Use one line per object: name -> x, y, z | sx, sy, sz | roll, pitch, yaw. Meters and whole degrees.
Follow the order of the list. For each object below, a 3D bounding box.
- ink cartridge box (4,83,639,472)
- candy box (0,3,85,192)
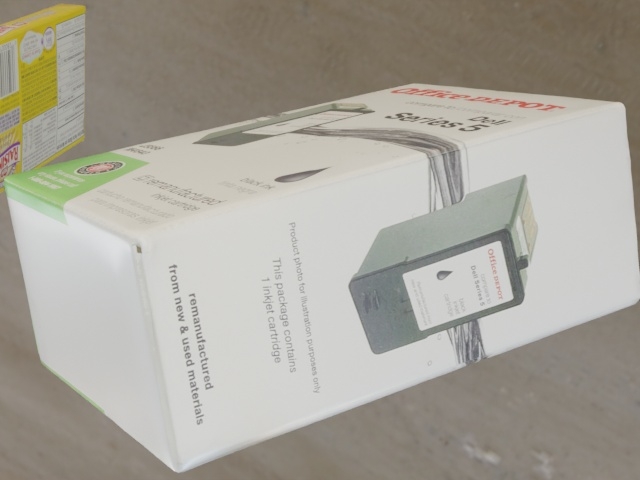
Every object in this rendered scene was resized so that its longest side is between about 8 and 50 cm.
ink cartridge box -> 0.000, 0.000, 0.673 | 0.198, 0.272, 0.115 | 18, 120, 58
candy box -> -0.206, -0.097, 0.873 | 0.027, 0.206, 0.105 | 9, 109, 8
